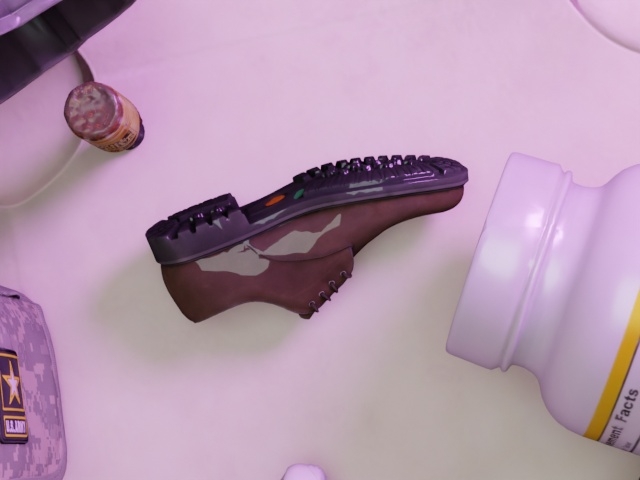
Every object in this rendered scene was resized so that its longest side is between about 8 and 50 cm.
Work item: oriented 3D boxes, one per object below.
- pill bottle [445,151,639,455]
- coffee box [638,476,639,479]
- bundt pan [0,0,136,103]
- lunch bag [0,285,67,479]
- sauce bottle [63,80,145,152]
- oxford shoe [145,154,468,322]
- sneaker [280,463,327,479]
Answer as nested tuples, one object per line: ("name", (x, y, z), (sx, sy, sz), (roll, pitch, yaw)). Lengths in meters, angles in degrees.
("pill bottle", (0.260, 0.060, 1.152), (0.334, 0.188, 0.188), (19, 89, 7))
("coffee box", (0.215, 0.278, 1.169), (0.098, 0.141, 0.246), (24, 88, 7))
("bundt pan", (-0.266, -0.139, 1.141), (0.331, 0.331, 0.124), (-34, 94, 3))
("lunch bag", (-0.283, 0.153, 1.180), (0.169, 0.235, 0.287), (26, 90, 12))
("sauce bottle", (-0.145, -0.082, 1.234), (0.042, 0.128, 0.042), (0, 87, 7))
("oxford shoe", (0.000, 0.000, 1.249), (0.227, 0.083, 0.096), (-17, 104, 5))
("sneaker", (-0.075, 0.249, 1.229), (0.115, 0.090, 0.232), (27, 89, 10))
